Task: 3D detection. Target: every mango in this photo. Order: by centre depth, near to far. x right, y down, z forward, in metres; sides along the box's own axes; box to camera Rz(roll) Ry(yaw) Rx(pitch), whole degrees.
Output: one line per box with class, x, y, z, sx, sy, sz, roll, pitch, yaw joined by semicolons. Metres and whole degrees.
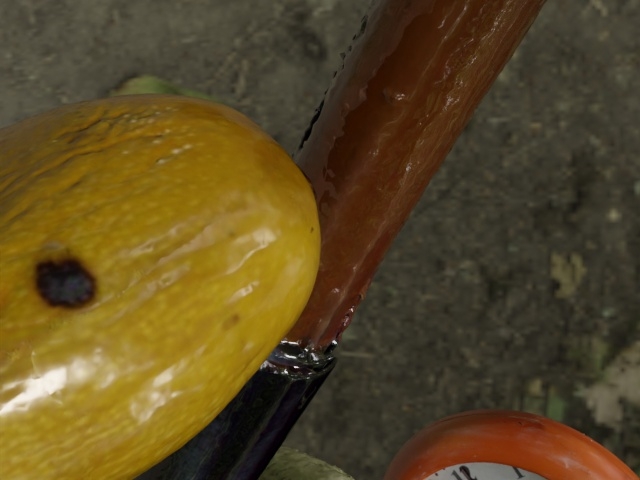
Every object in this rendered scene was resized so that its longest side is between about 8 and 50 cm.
mango;-0.130;0.043;0.569;0.295;0.177;0.120;-32;120;-22

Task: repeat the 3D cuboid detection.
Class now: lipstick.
lipstick;0.000;0.000;0.743;0.077;0.077;0.418;-2;132;-44

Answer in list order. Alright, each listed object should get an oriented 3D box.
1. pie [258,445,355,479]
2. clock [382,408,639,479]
pie;0.023;0.250;0.889;0.075;0.337;0.337;-24;108;-27
clock;0.131;0.199;0.994;0.051;0.205;0.205;-43;120;-53
